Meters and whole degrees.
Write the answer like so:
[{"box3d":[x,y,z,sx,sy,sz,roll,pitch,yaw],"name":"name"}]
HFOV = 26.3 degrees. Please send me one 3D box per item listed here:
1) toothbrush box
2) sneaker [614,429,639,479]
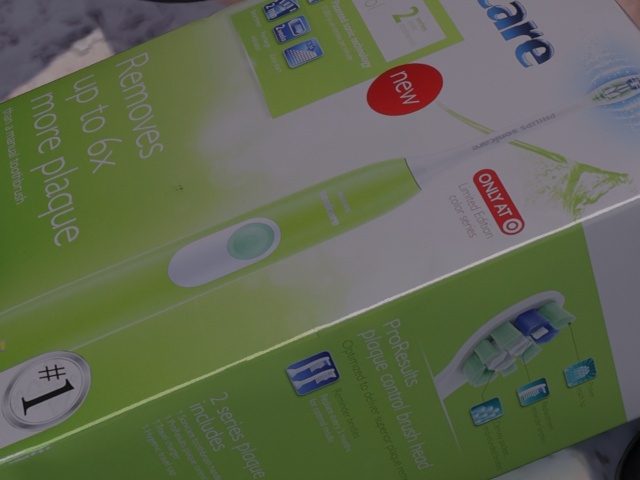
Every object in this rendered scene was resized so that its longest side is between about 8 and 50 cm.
[{"box3d":[0.000,0.000,0.559,0.283,0.122,0.206,-21,43,0],"name":"toothbrush box"},{"box3d":[0.219,0.055,0.518,0.227,0.130,0.087,-18,62,6],"name":"sneaker"}]
